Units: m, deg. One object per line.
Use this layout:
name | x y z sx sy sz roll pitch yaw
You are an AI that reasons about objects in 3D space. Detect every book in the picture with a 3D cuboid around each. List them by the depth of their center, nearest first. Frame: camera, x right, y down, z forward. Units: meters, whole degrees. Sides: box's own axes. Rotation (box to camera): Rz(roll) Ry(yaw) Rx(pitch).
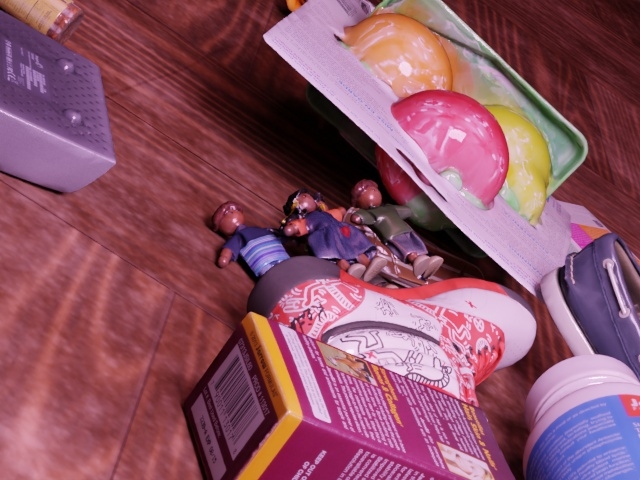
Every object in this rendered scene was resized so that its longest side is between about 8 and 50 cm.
book | 0.283 0.007 1.840 0.096 0.035 0.144 12 30 -43

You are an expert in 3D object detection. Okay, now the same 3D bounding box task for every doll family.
doll family | 0.000 0.000 1.328 0.193 0.076 0.111 0 46 -55

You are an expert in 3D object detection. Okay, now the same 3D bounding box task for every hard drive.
hard drive | -0.265 -0.127 1.197 0.254 0.054 0.172 27 22 -26

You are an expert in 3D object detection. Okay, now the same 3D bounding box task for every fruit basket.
fruit basket | 0.093 -0.085 1.533 0.327 0.165 0.353 43 23 -4

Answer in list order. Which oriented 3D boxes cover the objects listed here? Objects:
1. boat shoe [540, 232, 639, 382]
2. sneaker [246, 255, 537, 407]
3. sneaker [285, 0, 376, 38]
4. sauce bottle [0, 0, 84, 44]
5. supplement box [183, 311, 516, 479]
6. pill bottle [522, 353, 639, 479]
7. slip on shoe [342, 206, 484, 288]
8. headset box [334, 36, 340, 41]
boat shoe | 0.272 0.111 1.350 0.254 0.079 0.095 58 30 11
sneaker | 0.080 0.096 1.228 0.270 0.090 0.145 12 32 -43
sneaker | 0.047 -0.219 1.889 0.215 0.084 0.083 34 20 22
sauce bottle | -0.252 -0.209 1.417 0.128 0.042 0.042 39 20 4
supplement box | 0.022 0.131 1.059 0.188 0.081 0.104 25 23 -29
pill bottle | 0.210 0.175 1.210 0.124 0.124 0.221 28 22 -23
slip on shoe | 0.073 0.015 1.464 0.135 0.051 0.041 25 -14 -13
headset box | 0.016 -0.182 1.814 0.062 0.032 0.083 18 28 -41
